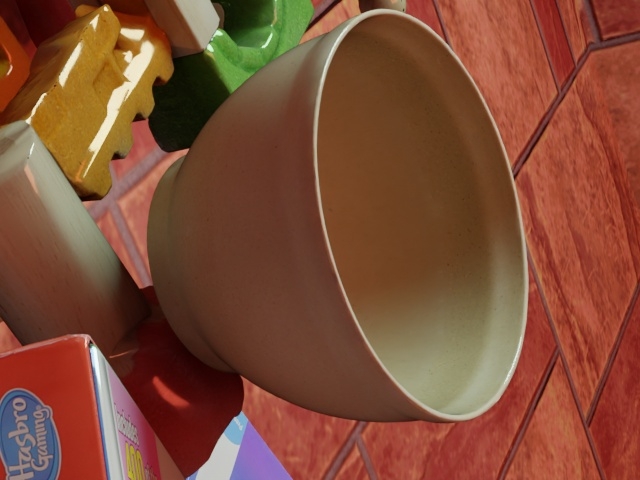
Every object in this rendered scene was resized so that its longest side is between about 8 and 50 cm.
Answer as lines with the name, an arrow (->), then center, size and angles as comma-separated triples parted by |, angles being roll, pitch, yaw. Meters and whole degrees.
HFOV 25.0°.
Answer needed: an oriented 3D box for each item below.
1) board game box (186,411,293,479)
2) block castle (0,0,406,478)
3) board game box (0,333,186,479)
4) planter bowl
board game box -> -0.083, 0.234, 0.849 | 0.347, 0.233, 0.078 | 57, 35, -35
block castle -> -0.135, -0.067, 0.780 | 0.213, 0.303, 0.453 | 61, 35, -35
board game box -> -0.057, 0.224, 0.485 | 0.242, 0.064, 0.316 | 74, 3, -61
planter bowl -> 0.000, 0.000, 0.585 | 0.162, 0.109, 0.162 | 27, 57, -50
